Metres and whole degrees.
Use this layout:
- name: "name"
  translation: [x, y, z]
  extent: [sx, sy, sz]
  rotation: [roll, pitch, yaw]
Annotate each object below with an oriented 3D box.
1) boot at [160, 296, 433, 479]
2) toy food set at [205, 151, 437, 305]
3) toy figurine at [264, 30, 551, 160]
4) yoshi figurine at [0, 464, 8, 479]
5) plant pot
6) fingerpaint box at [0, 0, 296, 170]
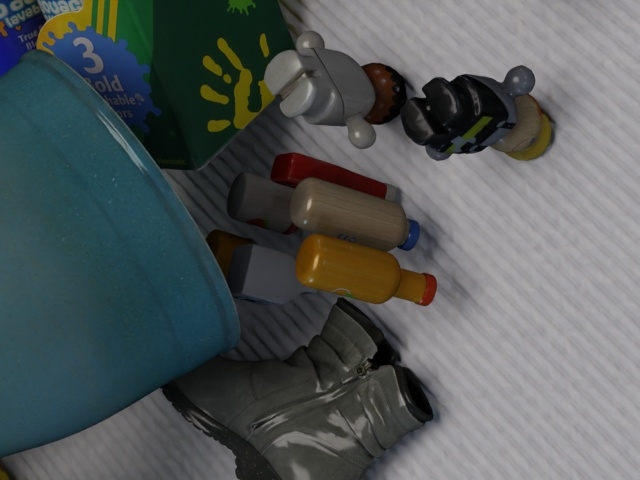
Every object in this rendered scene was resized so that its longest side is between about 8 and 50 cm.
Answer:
- name: "boot"
  translation: [-0.023, 0.105, 1.561]
  extent: [0.161, 0.083, 0.246]
  rotation: [-49, 57, 8]
- name: "toy food set"
  translation: [0.000, 0.000, 1.533]
  extent: [0.232, 0.104, 0.111]
  rotation: [-8, 68, 65]
- name: "toy figurine"
  translation: [0.078, -0.166, 1.465]
  extent: [0.213, 0.148, 0.209]
  rotation: [10, 96, 37]
- name: "yoshi figurine"
  translation: [-0.454, 0.212, 1.848]
  extent: [0.362, 0.203, 0.203]
  rotation: [23, 139, 24]
- name: "plant pot"
  translation: [-0.240, 0.041, 1.458]
  extent: [0.255, 0.271, 0.271]
  rotation: [-36, 54, -17]
- name: "fingerpaint box"
  translation: [-0.284, -0.254, 1.619]
  extent: [0.445, 0.163, 0.371]
  rotation: [5, 128, 38]
